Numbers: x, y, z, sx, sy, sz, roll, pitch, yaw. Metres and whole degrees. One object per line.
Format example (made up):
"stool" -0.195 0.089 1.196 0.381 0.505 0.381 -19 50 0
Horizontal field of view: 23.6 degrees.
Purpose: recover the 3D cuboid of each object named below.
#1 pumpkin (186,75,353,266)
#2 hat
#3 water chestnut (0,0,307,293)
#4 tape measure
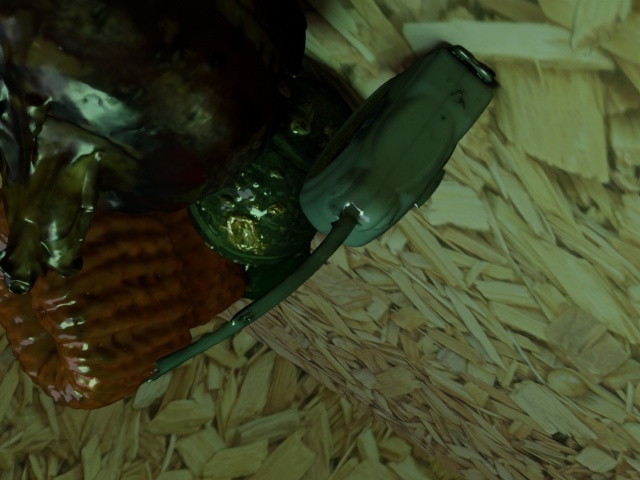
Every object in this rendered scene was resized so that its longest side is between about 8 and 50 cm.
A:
"pumpkin" -0.041 -0.063 1.405 0.146 0.190 0.190 29 167 20
"hat" -0.180 0.020 1.820 0.285 0.400 0.285 47 149 41
"water chestnut" -0.182 -0.127 1.183 0.335 0.347 0.335 25 163 8
"tape measure" 0.001 0.001 1.156 0.084 0.330 0.164 39 171 -3
